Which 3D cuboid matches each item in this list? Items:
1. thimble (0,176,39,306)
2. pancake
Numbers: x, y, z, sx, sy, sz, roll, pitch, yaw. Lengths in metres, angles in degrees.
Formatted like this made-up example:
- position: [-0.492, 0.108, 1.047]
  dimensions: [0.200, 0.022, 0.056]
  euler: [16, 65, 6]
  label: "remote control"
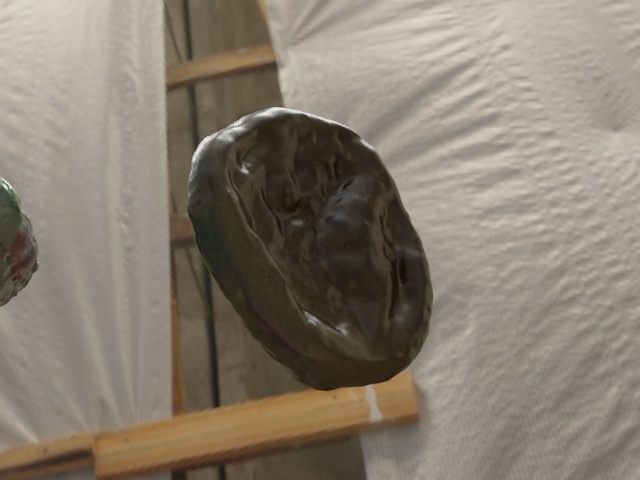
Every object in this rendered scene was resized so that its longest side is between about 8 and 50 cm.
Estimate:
- position: [-0.353, -0.002, 0.917]
  dimensions: [0.185, 0.211, 0.149]
  euler: [18, -128, 45]
  label: "thimble"
- position: [0.000, 0.000, 0.969]
  dimensions: [0.049, 0.294, 0.294]
  euler: [-33, -150, 42]
  label: "pancake"
